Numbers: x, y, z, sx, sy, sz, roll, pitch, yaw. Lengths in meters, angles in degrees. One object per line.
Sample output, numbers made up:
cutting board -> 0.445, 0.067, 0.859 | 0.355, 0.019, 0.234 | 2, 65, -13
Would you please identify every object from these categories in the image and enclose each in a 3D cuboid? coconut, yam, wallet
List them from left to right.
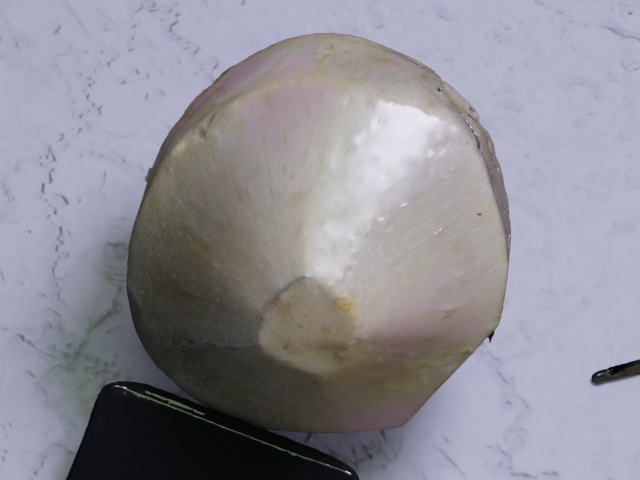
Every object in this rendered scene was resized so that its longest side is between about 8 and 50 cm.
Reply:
wallet -> -0.089, 0.218, 1.435 | 0.250, 0.044, 0.149 | 19, 95, 3
coconut -> 0.000, 0.000, 1.448 | 0.352, 0.352, 0.352 | 6, 55, -9
yam -> 0.308, 0.120, 1.650 | 0.107, 0.014, 0.014 | -13, 60, -19
